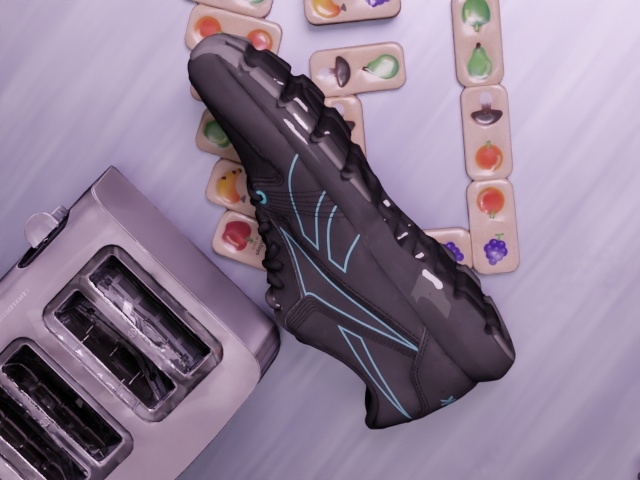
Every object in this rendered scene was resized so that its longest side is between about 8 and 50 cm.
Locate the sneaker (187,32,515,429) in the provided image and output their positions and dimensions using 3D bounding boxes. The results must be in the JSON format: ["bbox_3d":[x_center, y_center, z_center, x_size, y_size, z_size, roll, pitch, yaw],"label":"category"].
[{"bbox_3d":[0.000,0.000,0.940,0.106,0.101,0.267,-36,100,15],"label":"sneaker"}]

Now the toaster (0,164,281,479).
[{"bbox_3d":[-0.129,0.076,0.968,0.185,0.110,0.168,45,99,-3],"label":"toaster"}]

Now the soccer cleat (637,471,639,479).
[{"bbox_3d":[0.218,0.232,0.979,0.331,0.116,0.143,-41,109,10],"label":"soccer cleat"}]

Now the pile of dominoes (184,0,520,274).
[{"bbox_3d":[0.015,-0.094,0.971,0.196,0.040,0.251,-5,97,4],"label":"pile of dominoes"}]
